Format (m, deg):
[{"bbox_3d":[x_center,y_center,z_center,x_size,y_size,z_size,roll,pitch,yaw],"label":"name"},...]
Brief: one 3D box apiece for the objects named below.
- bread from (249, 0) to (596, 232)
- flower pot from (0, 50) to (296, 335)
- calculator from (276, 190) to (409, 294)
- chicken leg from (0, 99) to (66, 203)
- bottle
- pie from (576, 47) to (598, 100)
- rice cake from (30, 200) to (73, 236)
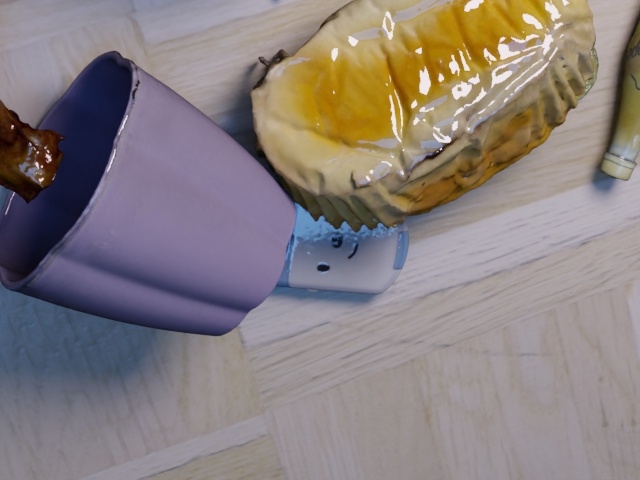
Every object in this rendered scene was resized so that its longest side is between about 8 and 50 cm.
[{"bbox_3d":[0.115,-0.159,1.276,0.389,0.183,0.236,-24,82,-2],"label":"bread"},{"bbox_3d":[-0.167,-0.028,1.209,0.243,0.265,0.265,27,97,-28],"label":"flower pot"},{"bbox_3d":[0.000,0.000,1.361,0.210,0.039,0.121,6,101,-13],"label":"calculator"},{"bbox_3d":[-0.350,-0.173,1.132,0.113,0.093,0.304,-30,95,-22],"label":"chicken leg"},{"bbox_3d":[0.394,-0.199,1.374,0.083,0.083,0.269,15,101,-16],"label":"bottle"},{"bbox_3d":[0.291,-0.202,1.383,0.084,0.021,0.084,-2,100,-12],"label":"pie"},{"bbox_3d":[-0.262,0.005,1.308,0.180,0.030,0.042,35,90,-19],"label":"rice cake"}]
